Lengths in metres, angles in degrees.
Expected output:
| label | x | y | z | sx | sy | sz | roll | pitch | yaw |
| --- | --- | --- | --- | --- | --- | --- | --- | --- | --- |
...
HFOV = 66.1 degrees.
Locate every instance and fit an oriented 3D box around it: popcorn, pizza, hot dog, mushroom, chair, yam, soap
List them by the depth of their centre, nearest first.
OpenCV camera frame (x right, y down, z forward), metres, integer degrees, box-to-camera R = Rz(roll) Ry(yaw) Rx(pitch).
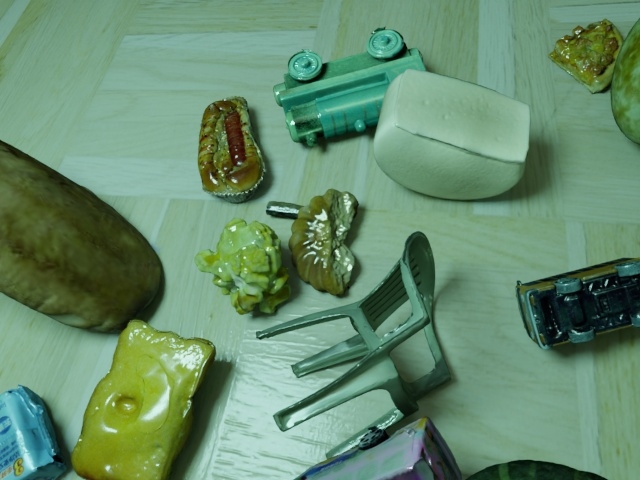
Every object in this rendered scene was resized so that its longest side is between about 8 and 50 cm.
| label | x | y | z | sx | sy | sz | roll | pitch | yaw |
| --- | --- | --- | --- | --- | --- | --- | --- | --- | --- |
| chair | 0.071 | 0.135 | 0.666 | 0.274 | 0.203 | 0.191 | -27 | 49 | 1 |
| soap | -0.518 | 0.349 | 0.722 | 0.293 | 0.077 | 0.156 | -34 | 62 | -8 |
| popcorn | -0.113 | 0.035 | 0.792 | 0.162 | 0.141 | 0.135 | 23 | 27 | -1 |
| mushroom | -0.460 | -0.019 | 0.802 | 0.397 | 0.314 | 0.224 | 27 | 73 | 17 |
| yam | -0.033 | -0.051 | 0.883 | 0.129 | 0.027 | 0.033 | 9 | 19 | 10 |
| pizza | 0.513 | -0.359 | 0.941 | 0.134 | 0.046 | 0.175 | 4 | 63 | 12 |
| hot dog | -0.177 | -0.182 | 0.957 | 0.131 | 0.069 | 0.253 | -14 | 59 | 4 |

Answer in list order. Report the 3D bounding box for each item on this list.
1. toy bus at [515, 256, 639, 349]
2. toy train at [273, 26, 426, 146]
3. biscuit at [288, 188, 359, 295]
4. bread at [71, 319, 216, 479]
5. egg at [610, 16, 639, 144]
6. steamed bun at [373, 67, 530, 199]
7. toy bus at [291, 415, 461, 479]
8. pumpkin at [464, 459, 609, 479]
| label | x | y | z | sx | sy | sz | roll | pitch | yaw |
| --- | --- | --- | --- | --- | --- | --- | --- | --- | --- |
| toy bus | 0.370 | 0.084 | 0.689 | 0.182 | 0.103 | 0.091 | -15 | 89 | 2 |
| toy train | 0.064 | -0.279 | 0.942 | 0.298 | 0.120 | 0.194 | -15 | 65 | 2 |
| biscuit | 0.000 | 0.000 | 0.816 | 0.118 | 0.061 | 0.183 | -3 | 74 | 15 |
| bread | -0.255 | 0.246 | 0.728 | 0.160 | 0.088 | 0.233 | 12 | 67 | 22 |
| egg | 0.594 | -0.271 | 0.770 | 0.238 | 0.238 | 0.289 | 34 | 85 | 25 |
| steamed bun | 0.208 | -0.161 | 0.816 | 0.241 | 0.164 | 0.146 | 16 | 65 | -2 |
| toy bus | 0.021 | 0.304 | 0.571 | 0.274 | 0.112 | 0.090 | -33 | 85 | 20 |
| pumpkin | 0.236 | 0.383 | 0.487 | 0.300 | 0.207 | 0.300 | -16 | 47 | 17 |
